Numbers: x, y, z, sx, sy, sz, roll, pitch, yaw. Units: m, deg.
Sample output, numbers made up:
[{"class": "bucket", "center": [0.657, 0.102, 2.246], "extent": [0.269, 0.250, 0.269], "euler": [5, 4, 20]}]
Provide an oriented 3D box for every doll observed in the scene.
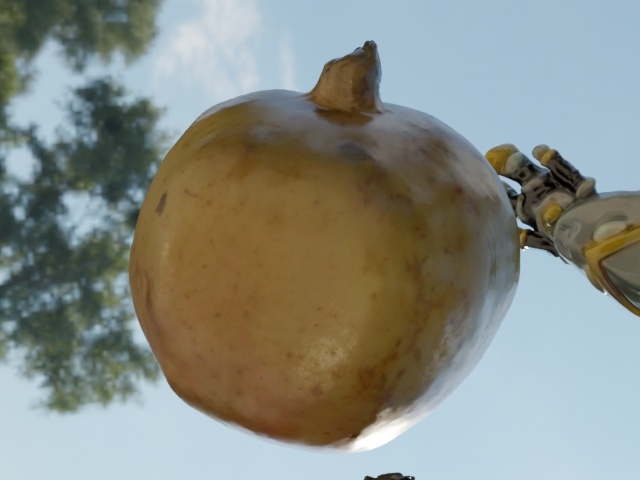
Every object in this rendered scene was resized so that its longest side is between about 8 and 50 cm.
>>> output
[{"class": "doll", "center": [0.307, -0.008, 1.356], "extent": [0.316, 0.103, 0.145], "euler": [31, -74, 29]}]

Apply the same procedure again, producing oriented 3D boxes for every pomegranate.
[{"class": "pomegranate", "center": [0.000, 0.000, 1.085], "extent": [0.342, 0.342, 0.342], "euler": [17, -70, 57]}]

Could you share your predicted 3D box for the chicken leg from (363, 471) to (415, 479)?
[{"class": "chicken leg", "center": [0.066, 0.268, 1.102], "extent": [0.125, 0.080, 0.196], "euler": [-18, -59, 29]}]
